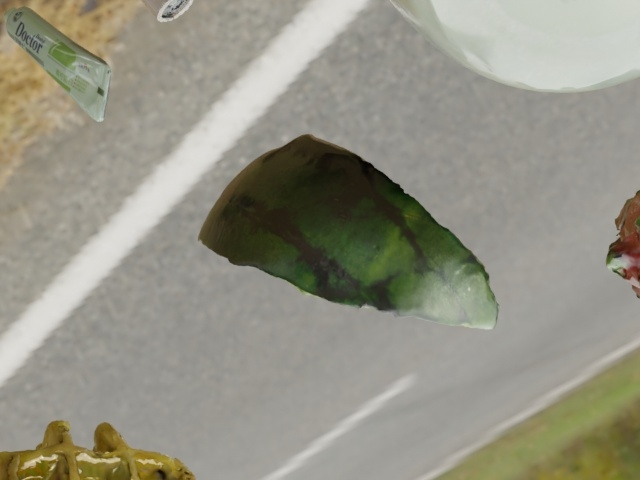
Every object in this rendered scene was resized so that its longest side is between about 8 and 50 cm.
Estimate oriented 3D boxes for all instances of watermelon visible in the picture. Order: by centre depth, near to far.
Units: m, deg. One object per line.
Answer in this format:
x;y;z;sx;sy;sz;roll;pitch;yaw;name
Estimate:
0.000;0.000;1.240;0.123;0.301;0.129;-53;126;-14;watermelon

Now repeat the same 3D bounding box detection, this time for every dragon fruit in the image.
0.326;0.006;1.443;0.135;0.137;0.236;-51;176;-2;dragon fruit

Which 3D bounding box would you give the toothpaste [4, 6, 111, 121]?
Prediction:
-0.219;-0.156;1.344;0.029;0.197;0.048;-2;116;-35;toothpaste

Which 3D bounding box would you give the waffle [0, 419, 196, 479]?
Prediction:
-0.201;0.328;1.530;0.380;0.382;0.095;-49;163;-53;waffle

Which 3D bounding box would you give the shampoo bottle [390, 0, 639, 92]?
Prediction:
0.180;-0.279;1.228;0.322;0.322;0.317;-32;-151;17;shampoo bottle

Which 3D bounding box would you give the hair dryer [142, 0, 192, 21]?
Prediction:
-0.150;-0.373;1.711;0.220;0.195;0.053;-42;167;17;hair dryer
